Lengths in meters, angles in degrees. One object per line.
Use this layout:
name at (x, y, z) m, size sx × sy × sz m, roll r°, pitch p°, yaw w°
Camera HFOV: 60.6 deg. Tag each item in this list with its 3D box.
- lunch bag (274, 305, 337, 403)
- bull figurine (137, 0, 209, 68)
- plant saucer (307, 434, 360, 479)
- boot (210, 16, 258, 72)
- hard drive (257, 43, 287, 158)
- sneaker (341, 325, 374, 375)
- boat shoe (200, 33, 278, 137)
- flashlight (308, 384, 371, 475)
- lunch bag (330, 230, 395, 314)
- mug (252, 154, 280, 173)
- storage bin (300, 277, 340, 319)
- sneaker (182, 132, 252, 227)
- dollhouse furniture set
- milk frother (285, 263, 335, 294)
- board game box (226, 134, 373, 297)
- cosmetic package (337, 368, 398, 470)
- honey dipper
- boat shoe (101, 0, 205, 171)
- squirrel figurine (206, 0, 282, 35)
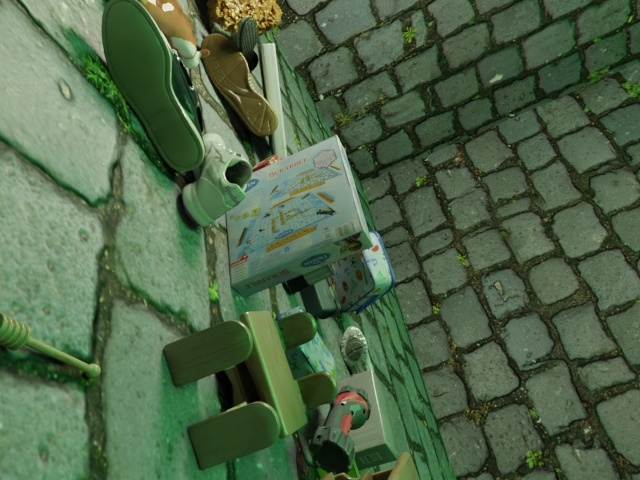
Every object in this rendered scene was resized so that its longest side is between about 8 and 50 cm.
lunch bag at (-0.037, 0.279, 1.314) m, size 0.219 × 0.090 × 0.176 m, roll 61°, pitch 15°, yaw -26°
bull figurine at (-0.379, -0.533, 1.296) m, size 0.189 × 0.101 × 0.310 m, roll 65°, pitch 10°, yaw 9°
plant saucer at (0.045, 0.539, 1.305) m, size 0.189 × 0.045 × 0.188 m, roll 69°, pitch 13°, yaw 11°
boot at (-0.279, -0.629, 1.707) m, size 0.161 × 0.083 × 0.246 m, roll 35°, pitch -17°, yaw 5°
hard drive at (-0.161, -0.465, 1.818) m, size 0.233 × 0.047 × 0.353 m, roll -117°, pitch -160°, yaw -69°
sneaker at (0.127, 0.398, 1.834) m, size 0.115 × 0.090 × 0.232 m, roll -3°, pitch 79°, yaw -84°
boat shoe at (-0.259, -0.467, 1.698) m, size 0.342 × 0.123 × 0.123 m, roll 54°, pitch -15°, yaw -11°
flashlight at (0.055, 0.430, 1.249) m, size 0.304 × 0.103 × 0.103 m, roll -37°, pitch 112°, yaw -79°
lunch bag at (0.135, 0.122, 1.932) m, size 0.303 × 0.114 × 0.243 m, roll -50°, pitch -125°, yaw 55°
mug at (-0.131, -0.162, 1.655) m, size 0.169 × 0.113 × 0.150 m, roll 60°, pitch 12°, yaw -14°
storage bin at (-0.005, 0.168, 1.656) m, size 0.091 × 0.098 × 0.135 m, roll 7°, pitch 60°, yaw -64°
sneaker at (-0.211, -0.150, 1.202) m, size 0.114 × 0.152 × 0.305 m, roll 54°, pitch 17°, yaw -38°
dollhouse furniture set at (-0.021, 0.301, 0.962) m, size 0.362 × 0.256 × 0.395 m, roll 21°, pitch 48°, yaw -73°
milk frother at (-0.050, 0.054, 1.541) m, size 0.143 × 0.134 × 0.129 m, roll 60°, pitch 8°, yaw -33°
board game box at (-0.066, -0.063, 1.273) m, size 0.066 × 0.318 × 0.318 m, roll 55°, pitch 18°, yaw -48°
cosmetic package at (0.123, 0.495, 1.525) m, size 0.107 × 0.127 × 0.238 m, roll 57°, pitch 18°, yaw -36°
honey dipper at (-0.307, 0.125, 0.620) m, size 0.161 × 0.030 × 0.031 m, roll 57°, pitch 16°, yaw -54°
boat shoe at (-0.318, -0.312, 1.099) m, size 0.113 × 0.127 × 0.340 m, roll -87°, pitch 153°, yaw -65°
squirrel figurine at (-0.306, -0.893, 1.854) m, size 0.370 × 0.281 × 0.397 m, roll 17°, pitch 49°, yaw -66°
